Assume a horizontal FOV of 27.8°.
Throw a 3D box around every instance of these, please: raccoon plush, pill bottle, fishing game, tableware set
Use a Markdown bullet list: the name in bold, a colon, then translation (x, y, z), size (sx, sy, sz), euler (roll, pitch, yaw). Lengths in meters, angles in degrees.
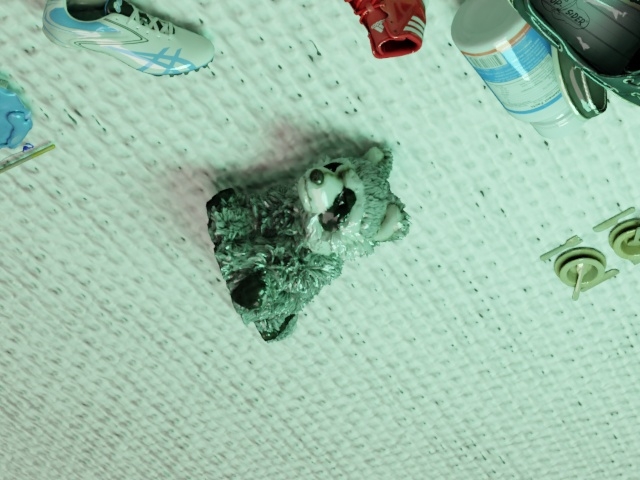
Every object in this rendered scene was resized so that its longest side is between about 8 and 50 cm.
- **raccoon plush**: translation (0.000, 0.000, 2.052), size (0.299, 0.216, 0.446), euler (-19, 167, 2)
- **pill bottle**: translation (0.281, -0.239, 1.751), size (0.124, 0.124, 0.221), euler (-23, 135, 25)
- **fishing game**: translation (-0.517, -0.187, 1.891), size (0.189, 0.041, 0.264), euler (-25, 141, 27)
- **tableware set**: translation (0.473, 0.029, 2.124), size (0.194, 0.039, 0.128), euler (-32, 130, 32)

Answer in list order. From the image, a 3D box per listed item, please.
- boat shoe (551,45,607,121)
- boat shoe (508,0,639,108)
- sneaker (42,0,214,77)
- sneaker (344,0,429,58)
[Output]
- **boat shoe**: translation (0.340, -0.267, 1.672), size (0.069, 0.081, 0.228), euler (-7, 105, 37)
- **boat shoe**: translation (0.377, -0.242, 1.583), size (0.340, 0.113, 0.127), euler (36, 107, -12)
- **sneaker**: translation (-0.254, -0.283, 1.741), size (0.237, 0.085, 0.086), euler (11, 131, -17)
- **sneaker**: translation (0.061, -0.319, 1.657), size (0.221, 0.128, 0.087), euler (27, 132, -29)
